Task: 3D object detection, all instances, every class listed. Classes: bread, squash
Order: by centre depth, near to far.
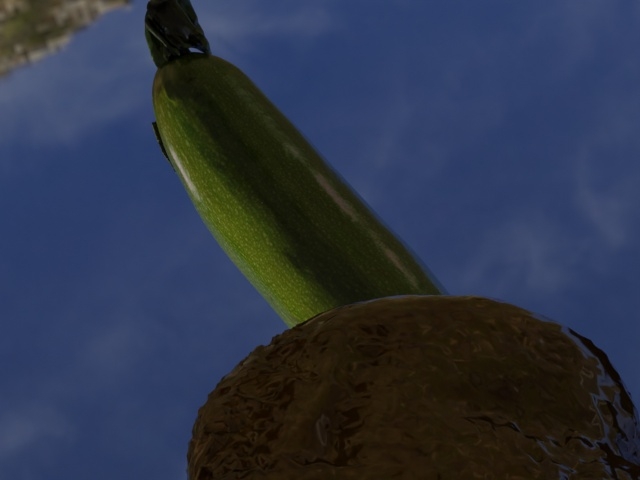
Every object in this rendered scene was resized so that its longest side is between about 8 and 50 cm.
[{"bbox_3d":[0.034,0.121,0.348,0.124,0.084,0.344,6,-151,-8],"label":"bread"},{"bbox_3d":[-0.001,0.001,0.943,0.071,0.080,0.318,-14,-128,-35],"label":"squash"}]
